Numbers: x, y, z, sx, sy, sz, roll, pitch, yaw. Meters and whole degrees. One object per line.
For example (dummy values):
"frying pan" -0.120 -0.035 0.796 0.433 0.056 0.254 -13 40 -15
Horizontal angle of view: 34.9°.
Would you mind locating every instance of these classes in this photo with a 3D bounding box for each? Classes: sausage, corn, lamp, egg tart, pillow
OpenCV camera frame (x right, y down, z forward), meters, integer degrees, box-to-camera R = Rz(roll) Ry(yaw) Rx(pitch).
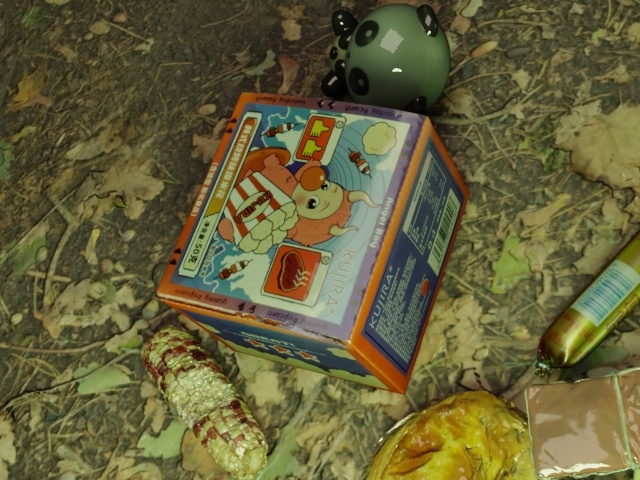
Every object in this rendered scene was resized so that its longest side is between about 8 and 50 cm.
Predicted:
"sausage" 0.425 0.055 1.421 0.371 0.082 0.082 -45 54 -9
"corn" -0.174 0.241 1.532 0.098 0.098 0.290 -39 53 -6
"lamp" 0.108 -0.304 1.725 0.244 0.198 0.198 21 67 49
"egg tart" 0.178 0.340 1.315 0.297 0.132 0.297 -22 45 23
"pillow" 0.362 0.215 1.216 0.232 0.043 0.126 -12 54 11

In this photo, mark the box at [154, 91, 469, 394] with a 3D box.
"box" 0.000 0.000 1.494 0.318 0.257 0.349 13 72 27

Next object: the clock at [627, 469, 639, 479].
"clock" 0.504 0.298 1.204 0.286 0.117 0.348 17 67 31
